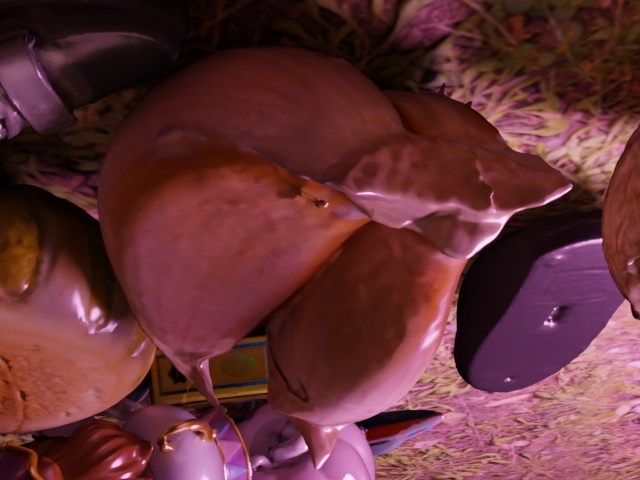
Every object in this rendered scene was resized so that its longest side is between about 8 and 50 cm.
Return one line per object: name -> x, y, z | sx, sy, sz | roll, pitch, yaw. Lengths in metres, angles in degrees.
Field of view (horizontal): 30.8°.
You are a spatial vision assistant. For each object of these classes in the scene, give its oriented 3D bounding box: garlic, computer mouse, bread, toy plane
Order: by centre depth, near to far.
garlic -> 0.000, 0.000, 0.815 | 0.286, 0.249, 0.313 | -15, 157, -29
bread -> -0.279, 0.051, 0.944 | 0.333, 0.160, 0.333 | -2, 155, -1
computer mouse -> 0.199, 0.041, 1.054 | 0.138, 0.086, 0.269 | -3, 146, -20
toy plane -> 0.000, 0.226, 1.378 | 0.326, 0.104, 0.223 | -23, 148, 26

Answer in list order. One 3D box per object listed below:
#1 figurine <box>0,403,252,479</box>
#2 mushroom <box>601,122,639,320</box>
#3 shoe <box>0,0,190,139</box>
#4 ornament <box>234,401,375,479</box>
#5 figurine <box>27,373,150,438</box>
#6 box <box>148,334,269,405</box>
figurine -> -0.198, 0.230, 1.066 | 0.263, 0.142, 0.189 | -9, 138, -37
mushroom -> 0.331, -0.053, 0.796 | 0.267, 0.189, 0.164 | 1, 135, 22
shoe -> -0.223, -0.075, 0.720 | 0.293, 0.149, 0.109 | -6, 151, 9
ornament -> -0.030, 0.250, 1.230 | 0.178, 0.177, 0.177 | -2, 153, -1
figurine -> -0.261, 0.148, 1.178 | 0.126, 0.147, 0.192 | -45, 154, 26
box -> -0.052, 0.131, 1.192 | 0.220, 0.064, 0.141 | -6, 171, 8
